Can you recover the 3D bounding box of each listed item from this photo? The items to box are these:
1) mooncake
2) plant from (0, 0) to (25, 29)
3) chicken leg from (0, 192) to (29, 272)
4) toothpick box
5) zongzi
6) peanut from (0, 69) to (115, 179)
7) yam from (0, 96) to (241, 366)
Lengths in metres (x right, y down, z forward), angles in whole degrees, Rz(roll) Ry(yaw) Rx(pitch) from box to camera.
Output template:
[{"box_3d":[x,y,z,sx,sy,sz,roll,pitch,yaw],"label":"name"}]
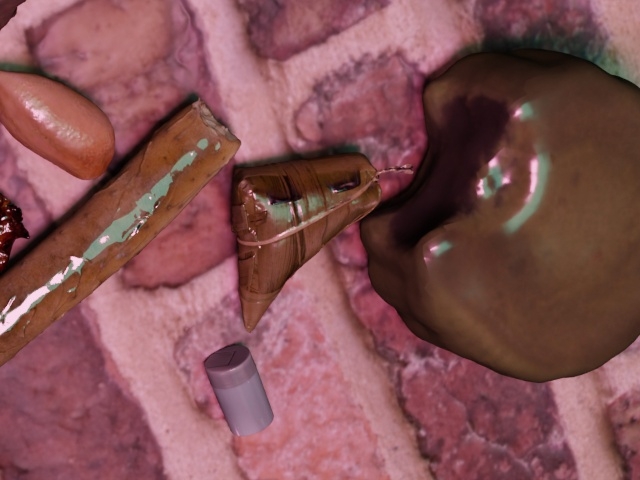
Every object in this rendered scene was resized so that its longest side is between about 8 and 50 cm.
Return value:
[{"box_3d":[0.223,-0.028,1.854,0.351,0.187,0.351,-6,103,-25],"label":"mooncake"},{"box_3d":[-0.347,-0.287,1.481,0.234,0.178,0.204,31,90,-37],"label":"plant"},{"box_3d":[-0.396,0.021,1.619,0.253,0.051,0.106,-13,104,-23],"label":"chicken leg"},{"box_3d":[-0.085,0.158,1.820,0.052,0.052,0.083,-28,117,-18],"label":"toothpick box"},{"box_3d":[0.000,0.000,1.798,0.189,0.081,0.178,-9,110,-18],"label":"zongzi"},{"box_3d":[-0.257,-0.115,1.637,0.152,0.076,0.076,39,85,-28],"label":"peanut"},{"box_3d":[-0.228,0.006,1.689,0.371,0.083,0.083,-44,120,-9],"label":"yam"}]
